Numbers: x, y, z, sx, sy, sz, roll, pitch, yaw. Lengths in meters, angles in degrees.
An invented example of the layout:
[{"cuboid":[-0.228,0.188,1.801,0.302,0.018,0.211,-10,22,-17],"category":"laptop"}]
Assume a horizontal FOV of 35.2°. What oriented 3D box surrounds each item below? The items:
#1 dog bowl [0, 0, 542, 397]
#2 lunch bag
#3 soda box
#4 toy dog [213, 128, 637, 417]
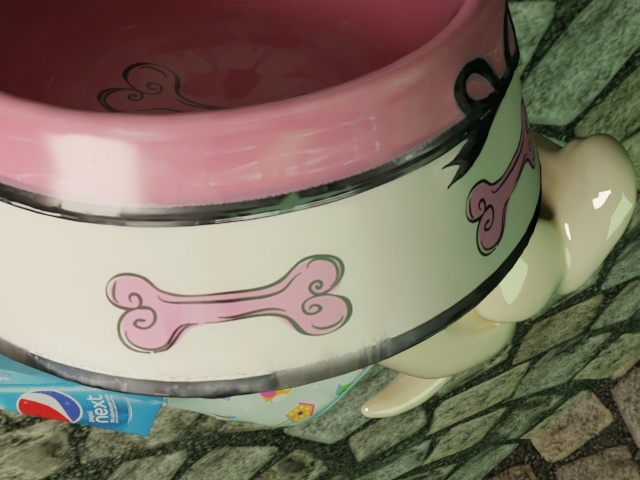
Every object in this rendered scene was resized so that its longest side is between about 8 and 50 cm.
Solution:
[{"cuboid":[-0.063,-0.101,0.631,0.408,0.408,0.150,-21,133,-20],"category":"dog bowl"},{"cuboid":[-0.068,0.096,1.124,0.279,0.108,0.224,17,125,-33],"category":"lunch bag"},{"cuboid":[-0.261,0.129,0.993,0.210,0.071,0.067,14,133,-14],"category":"soda box"},{"cuboid":[0.000,0.000,0.923,0.408,0.284,0.395,-5,133,-32],"category":"toy dog"}]
